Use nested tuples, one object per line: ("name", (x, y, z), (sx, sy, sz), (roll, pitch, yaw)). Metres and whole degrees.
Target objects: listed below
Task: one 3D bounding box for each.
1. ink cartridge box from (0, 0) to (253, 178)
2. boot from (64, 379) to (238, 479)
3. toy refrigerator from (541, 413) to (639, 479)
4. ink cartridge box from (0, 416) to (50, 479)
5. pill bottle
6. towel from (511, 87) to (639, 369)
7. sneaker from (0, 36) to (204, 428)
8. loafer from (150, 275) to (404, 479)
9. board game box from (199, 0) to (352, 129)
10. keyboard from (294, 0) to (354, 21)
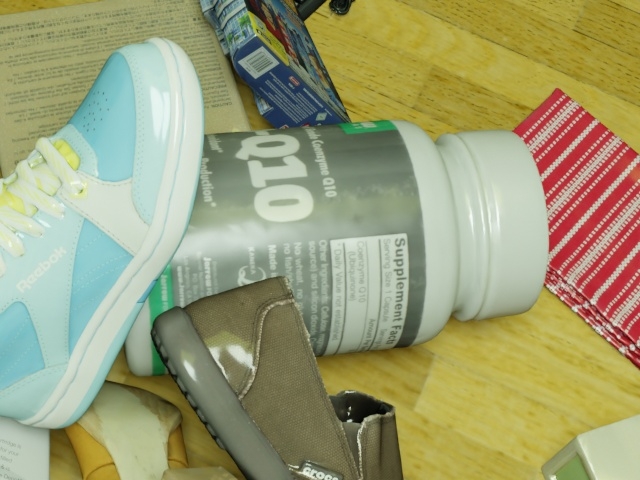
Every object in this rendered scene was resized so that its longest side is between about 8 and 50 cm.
("ink cartridge box", (-0.202, -0.134, 1.089), (0.234, 0.088, 0.193), (-11, 67, -15))
("boot", (-0.159, 0.244, 0.886), (0.104, 0.295, 0.211), (9, 100, -34))
("toy refrigerator", (0.287, 0.292, 0.939), (0.094, 0.102, 0.270), (-15, 67, -16))
("ink cartridge box", (-0.281, 0.192, 0.839), (0.139, 0.082, 0.191), (28, 36, -37))
("pill bottle", (0.000, 0.000, 0.987), (0.361, 0.204, 0.204), (-6, 64, -12))
("towel", (0.289, -0.018, 1.138), (0.275, 0.031, 0.199), (43, 64, 13))
("sneaker", (-0.218, -0.007, 0.772), (0.208, 0.319, 0.127), (11, 21, -39))
("loafer", (0.018, 0.181, 0.861), (0.130, 0.134, 0.366), (-35, 106, -9))
("board game box", (-0.059, -0.208, 1.108), (0.060, 0.194, 0.194), (-30, 56, 15))
("keyboard", (0.002, -0.296, 1.240), (0.108, 0.023, 0.180), (38, 65, 11))
